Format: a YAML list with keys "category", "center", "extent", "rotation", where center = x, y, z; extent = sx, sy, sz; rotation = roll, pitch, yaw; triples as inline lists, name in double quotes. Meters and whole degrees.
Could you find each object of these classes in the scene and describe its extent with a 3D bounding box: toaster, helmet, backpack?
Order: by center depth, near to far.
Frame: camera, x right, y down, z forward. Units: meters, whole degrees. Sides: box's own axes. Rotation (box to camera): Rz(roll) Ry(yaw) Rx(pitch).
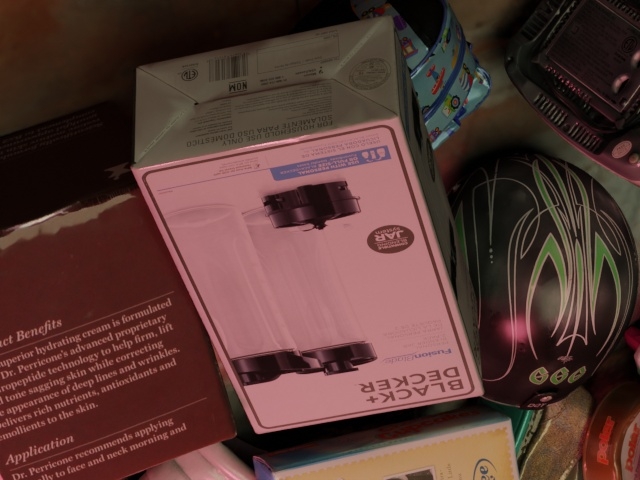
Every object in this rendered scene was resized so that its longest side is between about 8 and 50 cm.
- category: "backpack"
  center: [0.040, -0.104, 1.320]
  extent: [0.158, 0.173, 0.117]
  rotation: [-43, 118, 0]
- category: "toaster"
  center: [0.237, -0.108, 1.379]
  extent: [0.146, 0.227, 0.129]
  rotation: [28, 102, -44]
- category: "helmet"
  center: [0.156, 0.023, 1.427]
  extent: [0.169, 0.169, 0.162]
  rotation: [1, 128, -19]

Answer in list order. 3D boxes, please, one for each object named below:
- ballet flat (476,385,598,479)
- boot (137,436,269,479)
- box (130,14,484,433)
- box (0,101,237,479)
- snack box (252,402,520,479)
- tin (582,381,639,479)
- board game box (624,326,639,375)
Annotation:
- category: "ballet flat"
  center: [0.133, 0.245, 1.537]
  extent: [0.106, 0.107, 0.316]
  rotation: [19, 105, -38]
- category: "boot"
  center: [-0.028, 0.244, 1.470]
  extent: [0.258, 0.095, 0.123]
  rotation: [39, 93, -17]
- category: "box"
  center: [0.000, 0.000, 1.244]
  extent: [0.169, 0.087, 0.290]
  rotation: [-10, 140, 8]
- category: "box"
  center: [-0.175, 0.044, 1.310]
  extent: [0.168, 0.167, 0.203]
  rotation: [-19, 116, -10]
- category: "snack box"
  center: [0.068, 0.298, 1.434]
  extent: [0.187, 0.060, 0.322]
  rotation: [-11, 99, -16]
- category: "tin"
  center: [0.277, 0.176, 1.550]
  extent: [0.189, 0.040, 0.106]
  rotation: [22, 77, -46]
- category: "board game box"
  center: [0.487, -0.007, 1.581]
  extent: [0.390, 0.050, 0.390]
  rotation: [22, 103, -25]
